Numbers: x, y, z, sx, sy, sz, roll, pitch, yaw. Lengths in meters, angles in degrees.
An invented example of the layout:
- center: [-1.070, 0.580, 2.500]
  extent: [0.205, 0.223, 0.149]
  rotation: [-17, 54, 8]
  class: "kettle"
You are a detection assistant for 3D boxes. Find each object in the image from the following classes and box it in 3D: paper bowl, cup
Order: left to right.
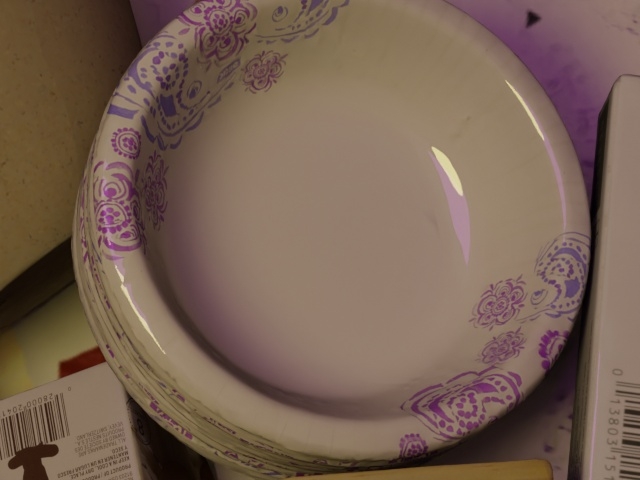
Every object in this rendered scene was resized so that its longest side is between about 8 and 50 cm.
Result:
- center: [-0.233, -0.075, 1.179]
  extent: [0.331, 0.331, 0.237]
  rotation: [-38, 86, 1]
  class: "cup"
- center: [0.000, 0.000, 1.087]
  extent: [0.284, 0.148, 0.284]
  rotation: [5, 70, -14]
  class: "paper bowl"

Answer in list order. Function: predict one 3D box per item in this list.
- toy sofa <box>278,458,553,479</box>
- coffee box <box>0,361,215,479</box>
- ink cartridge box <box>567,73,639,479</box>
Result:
- center: [0.062, 0.306, 0.976]
  extent: [0.150, 0.177, 0.362]
  rotation: [-5, 64, 1]
  class: "toy sofa"
- center: [-0.109, 0.212, 1.079]
  extent: [0.098, 0.141, 0.246]
  rotation: [-20, 63, 11]
  class: "coffee box"
- center: [0.267, 0.054, 1.057]
  extent: [0.239, 0.060, 0.275]
  rotation: [8, 69, -1]
  class: "ink cartridge box"
